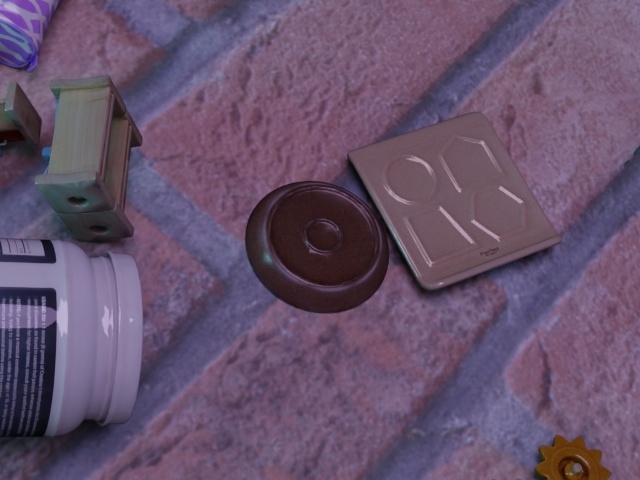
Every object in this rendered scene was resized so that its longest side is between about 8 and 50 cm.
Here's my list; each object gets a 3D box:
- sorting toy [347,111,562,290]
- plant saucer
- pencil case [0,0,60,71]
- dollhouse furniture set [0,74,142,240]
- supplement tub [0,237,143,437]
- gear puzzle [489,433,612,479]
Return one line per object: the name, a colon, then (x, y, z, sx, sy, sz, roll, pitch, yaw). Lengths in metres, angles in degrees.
sorting toy: (0.155, -0.047, 1.529, 0.193, 0.038, 0.208, -19, 64, -24)
plant saucer: (0.000, 0.000, 1.462, 0.168, 0.029, 0.168, 6, 61, -11)
pencil case: (-0.329, -0.297, 1.505, 0.088, 0.086, 0.206, 38, 56, -26)
dollhouse furniture set: (-0.299, -0.081, 1.386, 0.184, 0.129, 0.129, -4, 61, 10)
supplement tub: (-0.317, 0.090, 1.224, 0.272, 0.191, 0.191, 3, 62, -19)
gear puzzle: (0.212, 0.340, 1.331, 0.175, 0.044, 0.339, 26, 56, 1)
